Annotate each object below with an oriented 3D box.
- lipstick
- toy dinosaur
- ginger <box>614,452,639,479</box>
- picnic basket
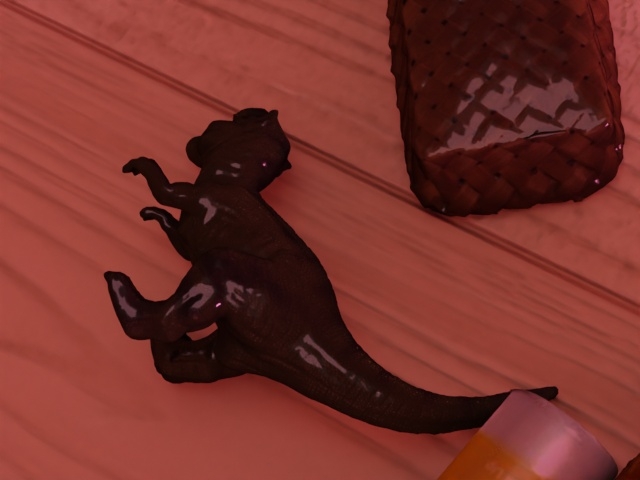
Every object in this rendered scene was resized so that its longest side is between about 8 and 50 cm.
[{"bbox_3d":[0.017,0.176,0.588,0.059,0.059,0.264,36,78,24],"label":"lipstick"},{"bbox_3d":[0.000,0.000,0.658,0.178,0.087,0.187,-12,65,7],"label":"toy dinosaur"},{"bbox_3d":[0.183,0.096,0.582,0.103,0.073,0.162,37,76,23],"label":"ginger"},{"bbox_3d":[0.084,-0.109,0.710,0.110,0.055,0.193,-8,66,8],"label":"picnic basket"}]
